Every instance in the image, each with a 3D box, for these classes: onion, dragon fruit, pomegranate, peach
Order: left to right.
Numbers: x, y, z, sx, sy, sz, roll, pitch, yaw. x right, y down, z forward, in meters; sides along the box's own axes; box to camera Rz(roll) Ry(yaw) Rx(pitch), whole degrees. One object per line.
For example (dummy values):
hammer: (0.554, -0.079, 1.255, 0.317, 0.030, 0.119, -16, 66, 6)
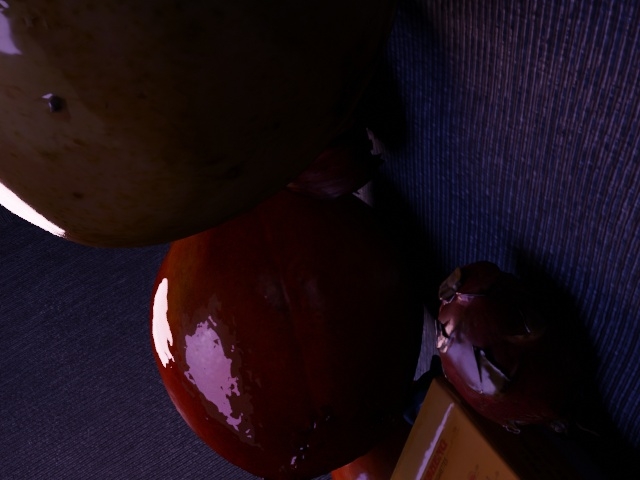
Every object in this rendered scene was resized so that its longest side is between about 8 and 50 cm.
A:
pomegranate: (-0.138, -0.197, 0.714, 0.417, 0.416, 0.417, 56, 168, 18)
onion: (-0.057, -0.160, 1.042, 0.272, 0.195, 0.272, 63, 178, 5)
peach: (-0.036, 0.110, 1.217, 0.370, 0.370, 0.370, 56, 168, 18)
dragon fruit: (0.197, 0.126, 0.915, 0.246, 0.125, 0.125, 47, 151, -20)

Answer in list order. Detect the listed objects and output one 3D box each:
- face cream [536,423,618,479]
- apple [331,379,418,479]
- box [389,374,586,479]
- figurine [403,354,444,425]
face cream: (0.304, 0.320, 0.930, 0.345, 0.102, 0.102, 50, 165, 42)
apple: (0.134, 0.313, 1.341, 0.230, 0.230, 0.230, 56, 168, 18)
box: (0.183, 0.278, 0.953, 0.274, 0.076, 0.174, 50, 131, 43)
figurine: (0.192, 0.224, 1.194, 0.178, 0.114, 0.144, 52, 156, -24)
